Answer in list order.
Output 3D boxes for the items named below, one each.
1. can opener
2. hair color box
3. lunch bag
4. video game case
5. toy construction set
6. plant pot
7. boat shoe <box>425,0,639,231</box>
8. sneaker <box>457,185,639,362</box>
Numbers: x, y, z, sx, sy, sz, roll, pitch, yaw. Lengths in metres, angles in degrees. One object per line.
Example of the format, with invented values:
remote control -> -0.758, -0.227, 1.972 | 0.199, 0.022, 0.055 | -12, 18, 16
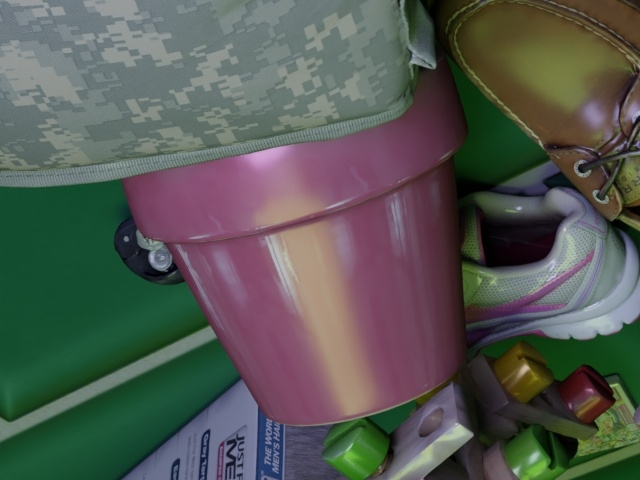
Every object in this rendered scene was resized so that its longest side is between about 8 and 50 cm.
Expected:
can opener -> -0.057, -0.021, 1.114 | 0.186, 0.073, 0.059 | -25, 95, 24
hair color box -> -0.108, 0.264, 1.354 | 0.105, 0.174, 0.347 | 24, 135, -26
lunch bag -> -0.097, -0.143, 0.753 | 0.287, 0.169, 0.235 | 1, 153, 11
video game case -> 0.194, 0.148, 1.335 | 0.122, 0.011, 0.087 | -17, 137, 20
toy construction set -> 0.070, 0.156, 1.060 | 0.237, 0.257, 0.309 | 31, 144, -25
plant pot -> 0.000, 0.000, 0.966 | 0.201, 0.201, 0.180 | -12, 105, 16
boat shoe -> 0.194, -0.070, 1.000 | 0.307, 0.104, 0.110 | 26, 134, -27
sneaker -> 0.090, 0.024, 1.129 | 0.252, 0.103, 0.111 | -21, 135, 12
